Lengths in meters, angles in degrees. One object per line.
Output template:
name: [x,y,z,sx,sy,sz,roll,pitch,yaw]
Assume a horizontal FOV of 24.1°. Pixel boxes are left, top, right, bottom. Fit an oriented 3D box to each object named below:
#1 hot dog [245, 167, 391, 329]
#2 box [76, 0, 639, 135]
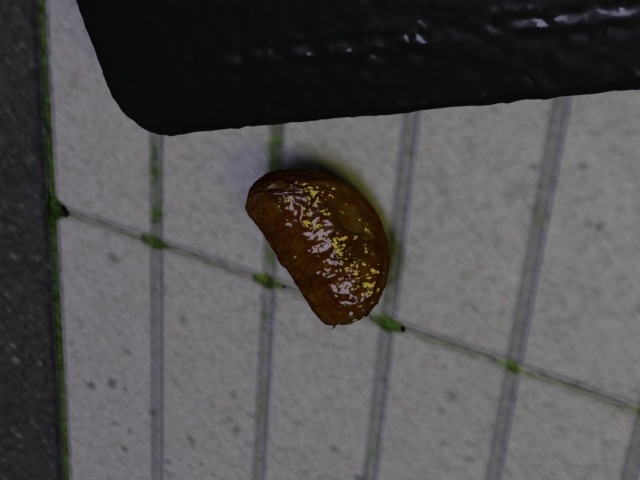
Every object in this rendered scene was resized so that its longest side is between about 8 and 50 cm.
hot dog: [0.000,0.000,0.718,0.058,0.035,0.083,-20,109,38]
box: [0.041,-0.154,0.576,0.350,0.058,0.211,-1,118,31]
